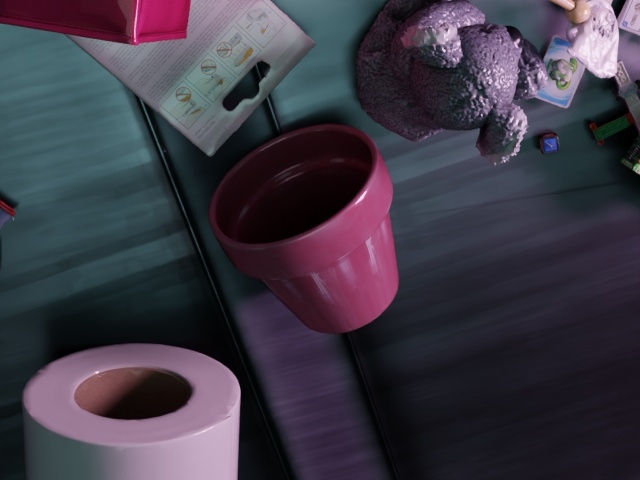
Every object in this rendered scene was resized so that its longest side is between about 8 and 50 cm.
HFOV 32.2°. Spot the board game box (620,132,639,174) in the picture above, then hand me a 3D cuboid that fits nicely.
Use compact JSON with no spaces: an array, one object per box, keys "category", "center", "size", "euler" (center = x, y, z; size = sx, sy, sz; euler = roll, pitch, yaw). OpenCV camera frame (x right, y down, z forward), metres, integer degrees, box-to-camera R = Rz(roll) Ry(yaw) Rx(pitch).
[{"category":"board game box","center":[0.488,-0.095,1.329],"size":[0.260,0.030,0.136],"euler":[24,104,-30]}]

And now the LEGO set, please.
[{"category":"LEGO set","center":[0.349,-0.202,1.304],"size":[0.183,0.060,0.244],"euler":[20,106,-2]}]

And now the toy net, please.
[{"category":"toy net","center":[0.280,-0.292,1.237],"size":[0.122,0.045,0.232],"euler":[-33,106,-24]}]

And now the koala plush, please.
[{"category":"koala plush","center":[0.143,-0.176,1.176],"size":[0.203,0.221,0.196],"euler":[-36,112,6]}]

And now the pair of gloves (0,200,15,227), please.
[{"category":"pair of gloves","center":[-0.445,-0.017,1.260],"size":[0.198,0.023,0.159],"euler":[36,104,-18]}]

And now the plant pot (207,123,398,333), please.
[{"category":"plant pot","center":[0.000,0.000,1.249],"size":[0.201,0.201,0.180],"euler":[-25,127,2]}]

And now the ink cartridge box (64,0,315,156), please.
[{"category":"ink cartridge box","center":[-0.146,-0.230,1.210],"size":[0.225,0.056,0.181],"euler":[40,100,-24]}]

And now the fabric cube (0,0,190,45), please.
[{"category":"fabric cube","center":[-0.245,-0.327,1.010],"size":[0.259,0.254,0.258],"euler":[9,101,1]}]

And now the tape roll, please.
[{"category":"tape roll","center":[-0.215,0.244,1.272],"size":[0.246,0.246,0.169],"euler":[1,111,-9]}]
